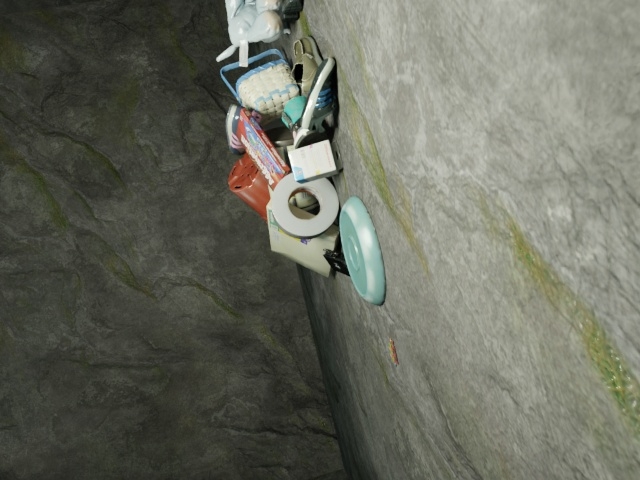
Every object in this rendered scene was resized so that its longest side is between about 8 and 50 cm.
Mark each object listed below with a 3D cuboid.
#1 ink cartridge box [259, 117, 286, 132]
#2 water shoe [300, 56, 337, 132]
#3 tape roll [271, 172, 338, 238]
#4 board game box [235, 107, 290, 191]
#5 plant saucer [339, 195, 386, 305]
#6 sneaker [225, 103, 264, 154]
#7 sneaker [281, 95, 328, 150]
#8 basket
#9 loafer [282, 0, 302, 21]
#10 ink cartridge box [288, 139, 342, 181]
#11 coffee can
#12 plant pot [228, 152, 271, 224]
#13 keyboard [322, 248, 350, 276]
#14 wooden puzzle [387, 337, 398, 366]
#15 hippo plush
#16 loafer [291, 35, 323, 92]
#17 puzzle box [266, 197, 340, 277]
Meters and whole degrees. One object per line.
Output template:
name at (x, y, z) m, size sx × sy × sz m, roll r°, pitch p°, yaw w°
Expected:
ink cartridge box at (-0.192, -0.444, 2.047) m, size 0.270 × 0.197 × 0.198 m, roll 97°, pitch 158°, yaw -65°
water shoe at (0.011, -0.383, 1.251) m, size 0.072 × 0.080 × 0.203 m, roll -93°, pitch 24°, yaw -49°
tape roll at (-0.052, -0.115, 1.553) m, size 0.072 × 0.219 × 0.219 m, roll 117°, pitch 139°, yaw -78°
board game box at (-0.204, -0.305, 1.629) m, size 0.281 × 0.027 × 0.145 m, roll 56°, pitch 151°, yaw 15°
plant saucer at (0.109, 0.033, 1.324) m, size 0.317 × 0.044 × 0.317 m, roll 167°, pitch 90°, yaw -81°
sneaker at (-0.284, -0.406, 1.826) m, size 0.319 × 0.131 × 0.112 m, roll 108°, pitch 176°, yaw -77°
sneaker at (-0.048, -0.366, 1.461) m, size 0.295 × 0.124 × 0.178 m, roll 123°, pitch 126°, yaw -88°
basket at (-0.223, -0.602, 1.824) m, size 0.288 × 0.255 × 0.201 m, roll 62°, pitch 170°, yaw 17°
loafer at (-0.091, -0.718, 1.428) m, size 0.170 × 0.062 × 0.061 m, roll -144°, pitch 46°, yaw -75°
ink cartridge box at (-0.009, -0.233, 1.400) m, size 0.090 × 0.143 × 0.092 m, roll 0°, pitch -103°, yaw -81°
coffee can at (-0.107, -0.265, 1.740) m, size 0.201 × 0.202 × 0.275 m, roll -118°, pitch 17°, yaw -60°
plant pot at (-0.220, -0.224, 1.962) m, size 0.265 × 0.272 × 0.272 m, roll 35°, pitch -155°, yaw -42°
keyboard at (0.066, 0.071, 1.647) m, size 0.100 × 0.038 × 0.192 m, roll 56°, pitch 165°, yaw -17°
wooden puzzle at (0.196, 0.305, 1.282) m, size 0.049 × 0.006 × 0.083 m, roll -178°, pitch 75°, yaw -81°
hippo plush at (-0.182, -0.743, 1.595) m, size 0.237 × 0.234 × 0.294 m, roll -31°, pitch -45°, yaw -53°
loafer at (-0.044, -0.502, 1.344) m, size 0.094 × 0.088 × 0.251 m, roll 86°, pitch 168°, yaw -47°
puzzle box at (-0.066, 0.000, 1.795) m, size 0.052 × 0.272 × 0.409 m, roll -61°, pitch -8°, yaw -22°
